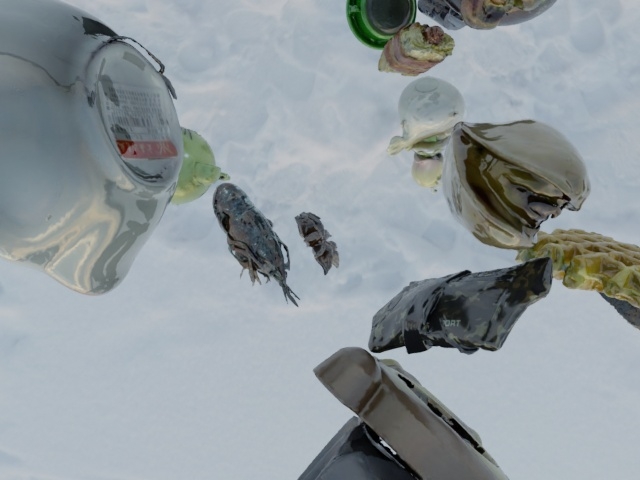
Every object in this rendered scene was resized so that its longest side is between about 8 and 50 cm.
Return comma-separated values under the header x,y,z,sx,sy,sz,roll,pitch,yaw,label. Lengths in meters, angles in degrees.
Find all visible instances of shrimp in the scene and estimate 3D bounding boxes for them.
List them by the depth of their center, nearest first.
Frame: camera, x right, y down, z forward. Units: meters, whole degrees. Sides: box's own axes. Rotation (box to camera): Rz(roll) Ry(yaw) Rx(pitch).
x,y,z,sx,sy,sz,roll,pitch,yaw,label
-0.154,0.008,1.619,0.137,0.172,0.372,-22,98,42,shrimp

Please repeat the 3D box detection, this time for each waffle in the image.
x,y,z,sx,sy,sz,roll,pitch,yaw,label
0.380,0.036,0.821,0.219,0.229,0.057,1,106,-34,waffle

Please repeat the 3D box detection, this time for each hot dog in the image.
x,y,z,sx,sy,sz,roll,pitch,yaw,label
0.226,-0.459,1.478,0.146,0.213,0.103,3,88,-24,hot dog

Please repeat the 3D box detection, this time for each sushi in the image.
x,y,z,sx,sy,sz,roll,pitch,yaw,label
0.610,0.106,1.213,0.091,0.150,0.078,11,126,-32,sushi

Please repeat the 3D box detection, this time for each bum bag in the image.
x,y,z,sx,sy,sz,roll,pitch,yaw,label
0.138,0.077,0.670,0.069,0.102,0.248,57,147,-6,bum bag

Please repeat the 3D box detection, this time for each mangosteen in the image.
x,y,z,sx,sy,sz,roll,pitch,yaw,label
0.357,-0.546,1.207,0.288,0.288,0.288,2,119,4,mangosteen

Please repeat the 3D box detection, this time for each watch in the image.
x,y,z,sx,sy,sz,roll,pitch,yaw,label
0.048,0.335,0.756,0.314,0.335,0.327,41,90,9,watch

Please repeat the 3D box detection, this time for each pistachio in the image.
x,y,z,sx,sy,sz,roll,pitch,yaw,label
0.177,-0.061,0.591,0.131,0.206,0.129,38,106,-4,pistachio

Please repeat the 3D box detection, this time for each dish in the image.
x,y,z,sx,sy,sz,roll,pitch,yaw,label
-0.154,-0.079,0.436,0.081,0.229,0.229,-11,117,17,dish

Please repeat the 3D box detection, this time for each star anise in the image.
x,y,z,sx,sy,sz,roll,pitch,yaw,label
0.000,0.000,1.637,0.065,0.195,0.182,-30,96,11,star anise

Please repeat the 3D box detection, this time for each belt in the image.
x,y,z,sx,sy,sz,roll,pitch,yaw,label
0.342,-0.593,1.557,0.128,0.218,0.122,40,121,13,belt

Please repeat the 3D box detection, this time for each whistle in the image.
x,y,z,sx,sy,sz,roll,pitch,yaw,label
-0.256,-0.117,0.802,0.289,0.131,0.106,14,91,-19,whistle

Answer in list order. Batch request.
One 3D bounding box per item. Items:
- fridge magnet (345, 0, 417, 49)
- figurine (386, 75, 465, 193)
x,y,z,sx,sy,sz,roll,pitch,yaw,label
0.166,-0.613,1.636,0.208,0.088,0.207,-5,105,-20,fridge magnet
0.319,-0.308,1.942,0.275,0.226,0.394,-29,137,-17,figurine
